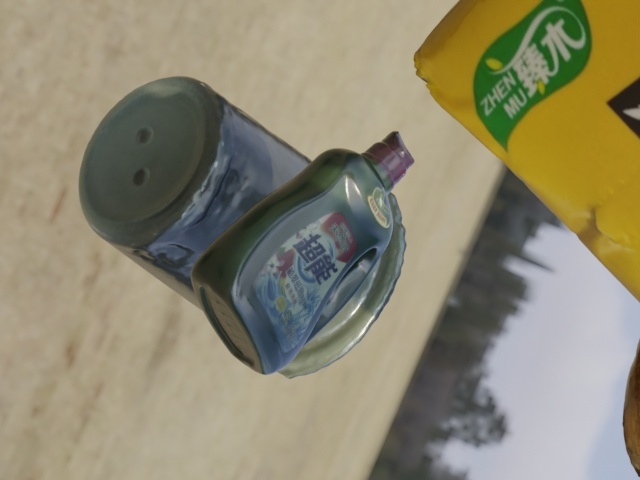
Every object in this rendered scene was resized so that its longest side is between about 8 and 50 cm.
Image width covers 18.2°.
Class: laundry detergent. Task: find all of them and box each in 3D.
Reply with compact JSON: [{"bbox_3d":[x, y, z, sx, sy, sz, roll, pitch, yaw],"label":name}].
[{"bbox_3d":[0.000,0.000,1.646,0.221,0.078,0.144,-43,135,-21],"label":"laundry detergent"}]

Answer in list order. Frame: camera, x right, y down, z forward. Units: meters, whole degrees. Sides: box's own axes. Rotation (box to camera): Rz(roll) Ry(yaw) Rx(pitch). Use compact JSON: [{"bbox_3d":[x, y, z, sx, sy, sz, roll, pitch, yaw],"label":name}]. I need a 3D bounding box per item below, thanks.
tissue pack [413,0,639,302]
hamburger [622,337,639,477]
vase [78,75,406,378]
[{"bbox_3d":[0.280,-0.138,1.033,0.228,0.293,0.382,-38,172,-49],"label":"tissue pack"},{"bbox_3d":[0.375,0.110,1.842,0.283,0.144,0.157,-30,108,-47],"label":"hamburger"},{"bbox_3d":[-0.084,-0.029,1.993,0.291,0.245,0.245,40,69,-48],"label":"vase"}]
